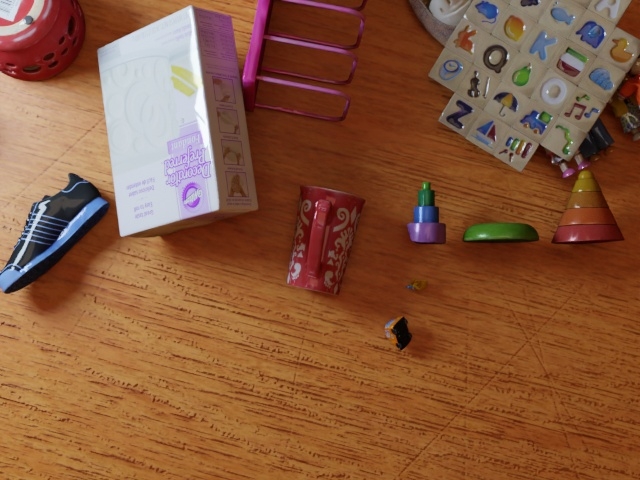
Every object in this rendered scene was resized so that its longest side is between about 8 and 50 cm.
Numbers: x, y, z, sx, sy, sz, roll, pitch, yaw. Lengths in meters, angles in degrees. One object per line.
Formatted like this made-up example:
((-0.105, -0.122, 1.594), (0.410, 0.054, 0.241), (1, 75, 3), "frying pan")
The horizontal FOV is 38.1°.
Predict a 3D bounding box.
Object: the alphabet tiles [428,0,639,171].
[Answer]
((0.361, -0.305, 1.568), (0.285, 0.011, 0.342), (33, 101, 9), "alphabet tiles")

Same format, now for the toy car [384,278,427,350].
((0.149, 0.127, 1.604), (0.040, 0.060, 0.122), (12, 60, 43), "toy car")

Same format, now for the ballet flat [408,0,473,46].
((0.194, -0.452, 1.620), (0.107, 0.106, 0.316), (-41, 87, -4), "ballet flat")

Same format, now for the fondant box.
((-0.240, -0.187, 1.529), (0.238, 0.096, 0.330), (-13, 84, 37), "fondant box")

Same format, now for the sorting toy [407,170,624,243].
((0.328, -0.057, 1.568), (0.365, 0.127, 0.126), (0, 87, -2), "sorting toy")

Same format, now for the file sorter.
((-0.017, -0.365, 1.562), (0.182, 0.202, 0.291), (10, 84, -3), "file sorter")

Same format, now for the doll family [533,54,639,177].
((0.481, -0.231, 1.615), (0.263, 0.118, 0.163), (-27, 91, 14), "doll family")

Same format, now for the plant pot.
((-0.512, -0.384, 1.567), (0.191, 0.174, 0.191), (0, 83, 1), "plant pot")

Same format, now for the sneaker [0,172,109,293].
((-0.471, -0.014, 1.579), (0.090, 0.081, 0.232), (44, 78, 6), "sneaker")

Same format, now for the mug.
((-0.007, -0.001, 1.557), (0.113, 0.150, 0.169), (11, 88, 34), "mug")
